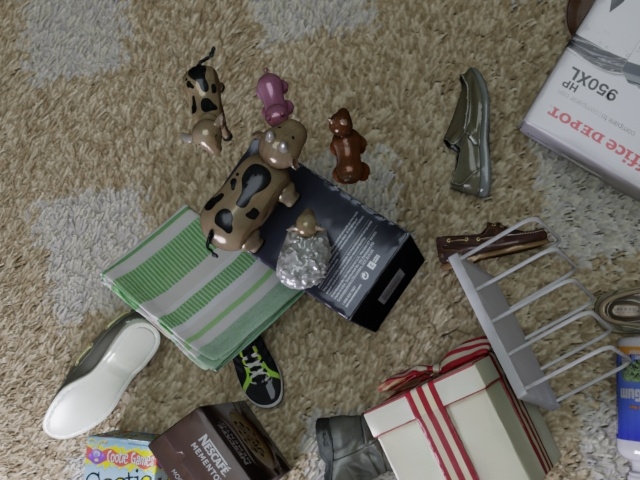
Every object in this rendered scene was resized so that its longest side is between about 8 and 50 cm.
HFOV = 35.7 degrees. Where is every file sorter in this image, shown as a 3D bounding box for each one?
[{"bbox_3d":[0.383,0.123,1.721,0.173,0.193,0.277,-33,61,17],"label":"file sorter"}]

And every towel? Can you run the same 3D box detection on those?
[{"bbox_3d":[-0.231,0.083,1.894,0.325,0.038,0.248,34,62,27],"label":"towel"}]

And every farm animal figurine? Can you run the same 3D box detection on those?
[{"bbox_3d":[-0.101,-0.122,1.554,0.330,0.172,0.326,20,84,12],"label":"farm animal figurine"}]

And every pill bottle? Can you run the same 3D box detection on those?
[{"bbox_3d":[0.593,0.306,1.731,0.152,0.152,0.271,1,82,10],"label":"pill bottle"}]

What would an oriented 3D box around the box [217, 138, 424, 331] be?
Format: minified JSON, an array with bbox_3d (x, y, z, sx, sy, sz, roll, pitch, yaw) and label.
[{"bbox_3d":[0.000,0.000,1.782,0.313,0.343,0.179,35,89,14],"label":"box"}]

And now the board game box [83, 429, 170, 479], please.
[{"bbox_3d":[-0.362,0.509,1.884,0.142,0.144,0.275,3,84,10],"label":"board game box"}]

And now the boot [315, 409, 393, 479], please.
[{"bbox_3d":[0.085,0.434,1.848,0.161,0.083,0.246,-9,83,3],"label":"boot"}]

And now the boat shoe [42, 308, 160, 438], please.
[{"bbox_3d":[-0.433,0.261,1.956,0.109,0.091,0.305,39,97,-30],"label":"boat shoe"}]

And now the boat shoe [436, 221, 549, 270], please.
[{"bbox_3d":[0.319,0.000,1.860,0.207,0.073,0.073,-13,83,8],"label":"boat shoe"}]

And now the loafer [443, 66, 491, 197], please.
[{"bbox_3d":[0.276,-0.205,1.884,0.088,0.094,0.251,-2,83,6],"label":"loafer"}]

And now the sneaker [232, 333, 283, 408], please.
[{"bbox_3d":[-0.143,0.213,1.905,0.084,0.097,0.234,-24,79,7],"label":"sneaker"}]

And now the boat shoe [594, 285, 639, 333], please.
[{"bbox_3d":[0.647,0.120,1.772,0.303,0.098,0.109,-3,82,10],"label":"boat shoe"}]

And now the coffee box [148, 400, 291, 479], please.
[{"bbox_3d":[-0.172,0.390,1.785,0.119,0.297,0.168,-37,78,4],"label":"coffee box"}]

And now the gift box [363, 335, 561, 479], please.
[{"bbox_3d":[0.245,0.325,1.750,0.255,0.276,0.258,-28,82,19],"label":"gift box"}]

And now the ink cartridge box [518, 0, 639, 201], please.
[{"bbox_3d":[0.578,-0.301,1.773,0.286,0.166,0.394,31,96,7],"label":"ink cartridge box"}]

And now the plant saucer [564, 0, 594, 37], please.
[{"bbox_3d":[0.565,-0.426,1.889,0.199,0.036,0.198,-1,82,11],"label":"plant saucer"}]
